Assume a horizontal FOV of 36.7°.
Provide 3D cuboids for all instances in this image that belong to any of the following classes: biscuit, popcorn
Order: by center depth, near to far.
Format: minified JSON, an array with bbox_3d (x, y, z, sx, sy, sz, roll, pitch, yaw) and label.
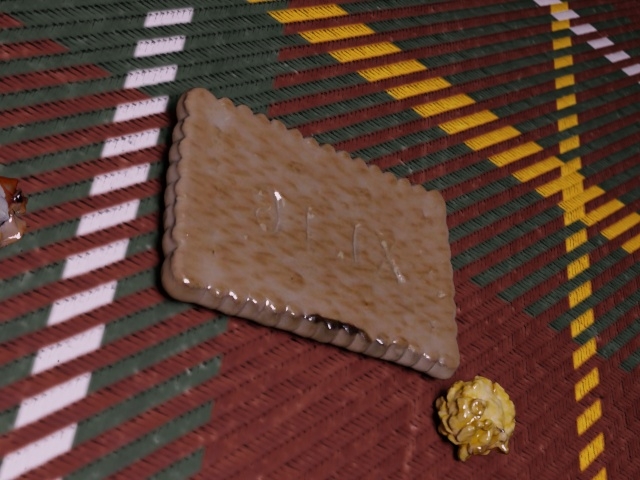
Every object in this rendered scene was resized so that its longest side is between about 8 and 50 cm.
[{"bbox_3d":[0.000,0.000,0.898,0.324,0.044,0.217,20,53,-32],"label":"biscuit"},{"bbox_3d":[0.151,0.170,0.917,0.083,0.057,0.082,55,35,5],"label":"popcorn"}]

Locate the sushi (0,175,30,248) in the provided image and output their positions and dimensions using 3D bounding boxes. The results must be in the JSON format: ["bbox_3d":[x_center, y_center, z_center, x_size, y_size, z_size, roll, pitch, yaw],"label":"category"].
[{"bbox_3d":[-0.285,-0.014,0.611,0.226,0.103,0.097,2,80,-40],"label":"sushi"}]
